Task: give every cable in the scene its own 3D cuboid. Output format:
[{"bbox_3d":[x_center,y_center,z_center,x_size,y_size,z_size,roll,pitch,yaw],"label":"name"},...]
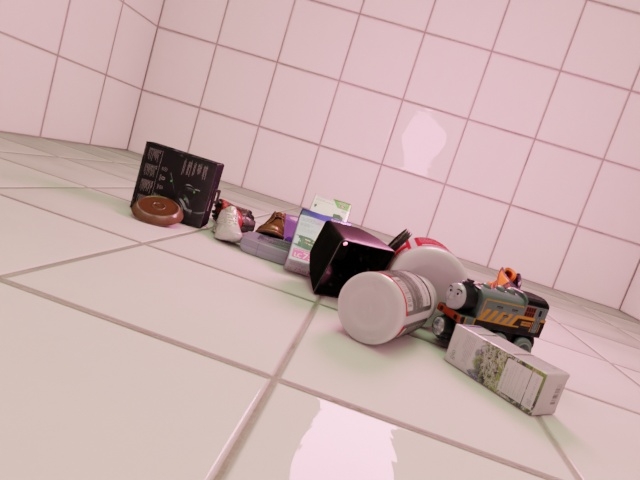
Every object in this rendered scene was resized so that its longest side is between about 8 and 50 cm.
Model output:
[{"bbox_3d":[0.159,0.059,1.484,0.072,0.287,0.139,45,40,7],"label":"cable"}]

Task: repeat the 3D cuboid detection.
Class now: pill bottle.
[{"bbox_3d":[0.174,0.152,1.156,0.161,0.161,0.283,22,9,29],"label":"pill bottle"},{"bbox_3d":[0.320,0.109,1.500,0.229,0.229,0.408,18,9,5],"label":"pill bottle"}]

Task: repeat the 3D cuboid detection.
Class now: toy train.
[{"bbox_3d":[0.446,0.206,1.259,0.334,0.190,0.142,14,8,-24],"label":"toy train"}]

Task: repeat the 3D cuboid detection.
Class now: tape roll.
[{"bbox_3d":[-0.064,-0.038,2.159,0.275,0.090,0.275,17,7,-2],"label":"tape roll"}]

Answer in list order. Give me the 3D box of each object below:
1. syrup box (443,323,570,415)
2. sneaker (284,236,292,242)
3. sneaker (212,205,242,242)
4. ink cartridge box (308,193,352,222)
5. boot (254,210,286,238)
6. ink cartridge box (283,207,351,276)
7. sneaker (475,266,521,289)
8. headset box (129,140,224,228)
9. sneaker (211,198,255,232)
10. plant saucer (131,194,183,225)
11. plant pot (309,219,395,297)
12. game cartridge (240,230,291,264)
[{"bbox_3d":[0.396,0.274,1.045,0.096,0.093,0.237,11,10,-36],"label":"syrup box"},{"bbox_3d":[-0.002,-0.004,1.861,0.293,0.146,0.102,13,9,-31],"label":"sneaker"},{"bbox_3d":[-0.323,-0.062,1.678,0.090,0.115,0.232,13,9,-29],"label":"sneaker"},{"bbox_3d":[0.019,-0.063,1.779,0.153,0.087,0.208,17,46,1],"label":"ink cartridge box"},{"bbox_3d":[-0.182,-0.063,1.851,0.112,0.115,0.305,19,1,-5],"label":"boot"},{"bbox_3d":[0.000,0.000,1.593,0.186,0.065,0.311,19,39,-5],"label":"ink cartridge box"},{"bbox_3d":[0.759,0.194,2.024,0.125,0.180,0.321,16,8,-10],"label":"sneaker"},{"bbox_3d":[-0.509,-0.200,1.746,0.283,0.246,0.131,16,9,-3],"label":"headset box"},{"bbox_3d":[-0.345,-0.095,1.919,0.135,0.097,0.276,11,12,-35],"label":"sneaker"},{"bbox_3d":[-0.545,-0.107,1.609,0.168,0.029,0.168,16,30,-10],"label":"plant saucer"},{"bbox_3d":[0.068,0.046,1.393,0.188,0.187,0.167,12,27,-31],"label":"plant pot"},{"bbox_3d":[-0.125,0.040,1.648,0.294,0.060,0.196,17,5,-3],"label":"game cartridge"}]
